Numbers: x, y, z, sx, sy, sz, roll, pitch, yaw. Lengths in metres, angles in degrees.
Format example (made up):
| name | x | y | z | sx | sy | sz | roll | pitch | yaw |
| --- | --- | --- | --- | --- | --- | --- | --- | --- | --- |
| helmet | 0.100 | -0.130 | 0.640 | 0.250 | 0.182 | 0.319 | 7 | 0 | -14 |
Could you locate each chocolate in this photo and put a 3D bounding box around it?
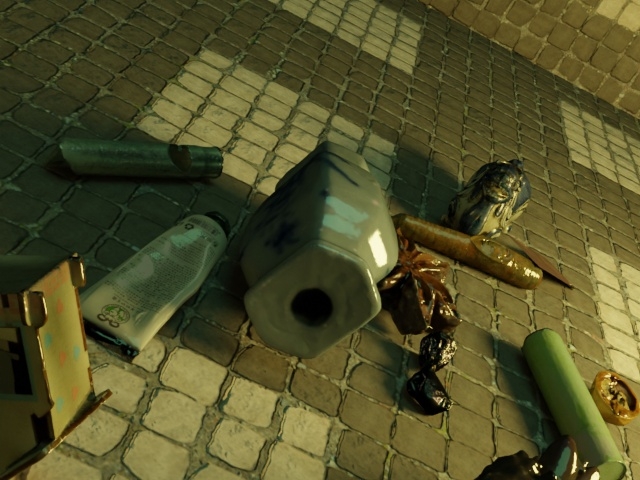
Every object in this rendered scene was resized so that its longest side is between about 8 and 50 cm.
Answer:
| name | x | y | z | sx | sy | sz | roll | pitch | yaw |
| --- | --- | --- | --- | --- | --- | --- | --- | --- | --- |
| chocolate | 0.172 | 0.203 | 1.446 | 0.072 | 0.070 | 0.147 | 3 | 27 | 10 |

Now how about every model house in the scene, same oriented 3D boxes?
| name | x | y | z | sx | sy | sz | roll | pitch | yaw |
| --- | --- | --- | --- | --- | --- | --- | --- | --- | --- |
| model house | -0.376 | 0.144 | 0.926 | 0.326 | 0.244 | 0.169 | 1 | 22 | 18 |

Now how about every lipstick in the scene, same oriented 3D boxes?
| name | x | y | z | sx | sy | sz | roll | pitch | yaw |
| --- | --- | --- | --- | --- | --- | --- | --- | --- | --- |
| lipstick | 0.411 | 0.268 | 1.541 | 0.076 | 0.076 | 0.304 | 16 | 32 | -22 |

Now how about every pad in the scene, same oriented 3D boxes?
| name | x | y | z | sx | sy | sz | roll | pitch | yaw |
| --- | --- | --- | --- | --- | --- | --- | --- | --- | --- |
| pad | 0.458 | 0.046 | 1.935 | 0.187 | 0.006 | 0.113 | 25 | 22 | -48 |

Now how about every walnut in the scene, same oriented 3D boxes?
| name | x | y | z | sx | sy | sz | roll | pitch | yaw |
| --- | --- | --- | --- | --- | --- | --- | --- | --- | --- |
| walnut | 0.501 | 0.280 | 1.620 | 0.091 | 0.052 | 0.121 | 32 | 32 | 2 |

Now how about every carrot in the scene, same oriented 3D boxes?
| name | x | y | z | sx | sy | sz | roll | pitch | yaw |
| --- | --- | --- | --- | --- | --- | --- | --- | --- | --- |
| carrot | 0.282 | 0.013 | 1.831 | 0.342 | 0.070 | 0.070 | 22 | 30 | -11 |

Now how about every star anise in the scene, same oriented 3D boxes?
| name | x | y | z | sx | sy | sz | roll | pitch | yaw |
| --- | --- | --- | --- | --- | --- | --- | --- | --- | --- |
| star anise | 0.150 | 0.075 | 1.598 | 0.214 | 0.099 | 0.220 | 51 | 29 | 9 |

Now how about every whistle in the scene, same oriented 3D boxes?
| name | x | y | z | sx | sy | sz | roll | pitch | yaw |
| --- | --- | --- | --- | --- | --- | --- | --- | --- | --- |
| whistle | -0.302 | -0.135 | 1.554 | 0.312 | 0.062 | 0.062 | -2 | 42 | -42 |

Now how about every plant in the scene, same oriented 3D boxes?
| name | x | y | z | sx | sy | sz | roll | pitch | yaw |
| --- | --- | --- | --- | --- | --- | --- | --- | --- | --- |
| plant | 0.261 | 0.363 | 1.145 | 0.320 | 0.182 | 0.194 | -7 | 50 | -48 |

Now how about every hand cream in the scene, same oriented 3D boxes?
| name | x | y | z | sx | sy | sz | roll | pitch | yaw |
| --- | --- | --- | --- | --- | --- | --- | --- | --- | --- |
| hand cream | -0.229 | 0.050 | 1.342 | 0.121 | 0.076 | 0.336 | 28 | 35 | 9 |

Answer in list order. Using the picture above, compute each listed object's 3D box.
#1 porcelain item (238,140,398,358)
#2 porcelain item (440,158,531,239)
| name | x | y | z | sx | sy | sz | roll | pitch | yaw |
| --- | --- | --- | --- | --- | --- | --- | --- | --- | --- |
| porcelain item | 0.000 | 0.000 | 1.441 | 0.178 | 0.242 | 0.405 | 46 | 21 | -17 |
| porcelain item | 0.360 | -0.099 | 1.954 | 0.138 | 0.186 | 0.288 | 35 | 29 | 13 |
